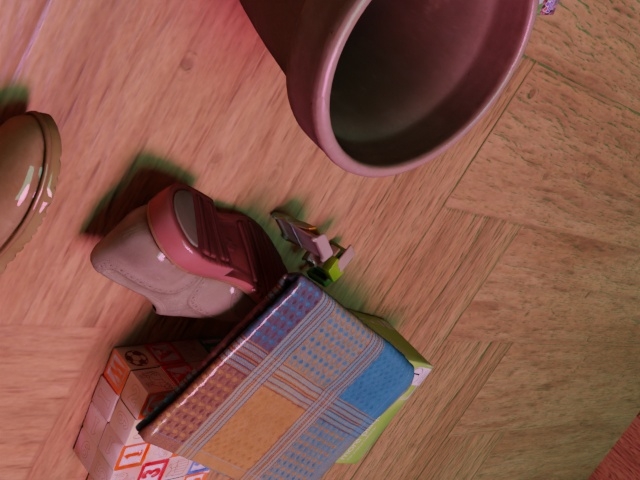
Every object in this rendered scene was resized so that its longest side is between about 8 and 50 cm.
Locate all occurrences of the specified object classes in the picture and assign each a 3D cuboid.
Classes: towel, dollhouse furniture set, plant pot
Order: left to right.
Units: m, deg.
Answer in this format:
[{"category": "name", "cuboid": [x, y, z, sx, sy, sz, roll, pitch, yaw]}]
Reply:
[{"category": "towel", "cuboid": [-0.037, 0.200, 1.240, 0.271, 0.040, 0.370, -46, 143, 1]}, {"category": "dollhouse furniture set", "cuboid": [0.000, 0.000, 1.260, 0.058, 0.076, 0.151, -50, 149, -17]}, {"category": "plant pot", "cuboid": [0.037, -0.226, 0.927, 0.263, 0.229, 0.263, -28, 141, -25]}]

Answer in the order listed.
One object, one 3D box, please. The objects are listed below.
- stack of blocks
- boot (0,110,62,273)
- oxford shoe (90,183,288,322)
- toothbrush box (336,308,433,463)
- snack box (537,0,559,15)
[{"category": "stack of blocks", "cuboid": [-0.225, 0.273, 1.276, 0.171, 0.087, 0.297, -2, 126, -45]}, {"category": "boot", "cuboid": [-0.377, -0.030, 0.815, 0.270, 0.089, 0.236, 12, 115, -50]}, {"category": "oxford shoe", "cuboid": [-0.134, 0.038, 1.145, 0.130, 0.123, 0.348, -25, 150, 15]}, {"category": "toothbrush box", "cuboid": [0.003, 0.209, 1.425, 0.206, 0.122, 0.283, -53, 143, 11]}, {"category": "snack box", "cuboid": [0.278, -0.353, 1.220, 0.100, 0.037, 0.141, -12, 133, -38]}]
